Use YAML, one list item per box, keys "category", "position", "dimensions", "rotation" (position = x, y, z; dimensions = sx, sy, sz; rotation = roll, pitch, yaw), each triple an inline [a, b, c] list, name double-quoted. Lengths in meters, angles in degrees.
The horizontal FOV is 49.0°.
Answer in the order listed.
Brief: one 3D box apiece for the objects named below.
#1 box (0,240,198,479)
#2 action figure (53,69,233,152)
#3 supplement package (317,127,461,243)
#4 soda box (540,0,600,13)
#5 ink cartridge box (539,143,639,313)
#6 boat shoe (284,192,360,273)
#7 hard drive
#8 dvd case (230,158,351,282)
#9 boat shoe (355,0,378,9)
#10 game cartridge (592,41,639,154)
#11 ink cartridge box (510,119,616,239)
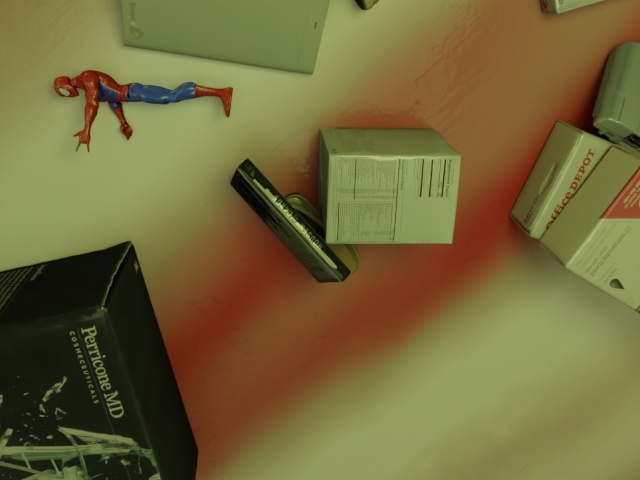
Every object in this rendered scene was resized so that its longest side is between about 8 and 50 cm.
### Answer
- category: "box"
  position: [-0.503, 0.309, 1.206]
  dimensions: [0.471, 0.297, 0.480]
  rotation: [-13, 111, -2]
- category: "action figure"
  position: [-0.290, -0.202, 1.138]
  dimensions: [0.280, 0.091, 0.139]
  rotation: [8, 99, -8]
- category: "supplement package"
  position: [0.103, -0.095, 1.159]
  dimensions: [0.203, 0.194, 0.149]
  rotation: [0, 112, -4]
- category: "soda box"
  position: [0.466, -0.433, 1.134]
  dimensions: [0.216, 0.069, 0.074]
  rotation: [-16, 110, 0]
- category: "ink cartridge box"
  position: [0.544, 0.007, 1.153]
  dimensions: [0.283, 0.117, 0.207]
  rotation: [29, 106, -15]
- category: "boat shoe"
  position: [0.000, 0.000, 1.249]
  dimensions: [0.068, 0.072, 0.190]
  rotation: [-44, 108, 11]
- category: "hard drive"
  position: [-0.145, -0.361, 1.069]
  dimensions: [0.307, 0.040, 0.203]
  rotation: [7, 144, -8]
- category: "dvd case"
  position: [-0.056, -0.025, 1.155]
  dimensions: [0.029, 0.179, 0.239]
  rotation: [-44, 95, -10]
- category: "boat shoe"
  position: [0.066, -0.506, 1.053]
  dimensions: [0.098, 0.109, 0.303]
  rotation: [-15, 111, -6]
- category: "game cartridge"
  position: [0.604, -0.205, 1.181]
  dimensions: [0.294, 0.060, 0.196]
  rotation: [27, 64, -9]
- category: "ink cartridge box"
  position: [0.508, -0.069, 1.246]
  dimensions: [0.272, 0.114, 0.197]
  rotation: [19, 108, -13]
